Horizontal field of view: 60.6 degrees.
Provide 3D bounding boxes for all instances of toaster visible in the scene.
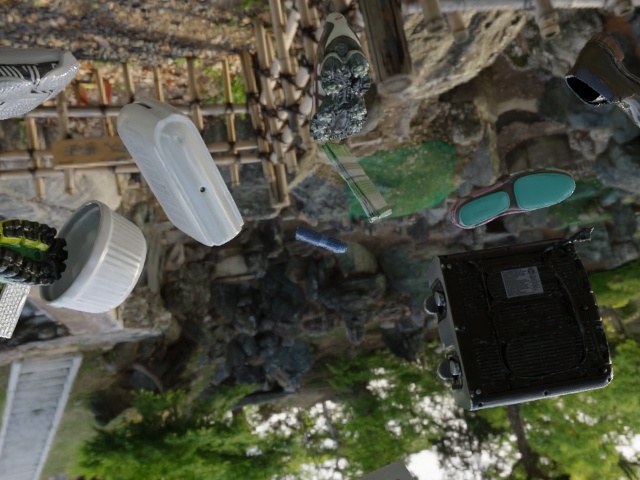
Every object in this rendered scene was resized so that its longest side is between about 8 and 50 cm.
[{"bbox_3d":[0.218,0.090,0.613,0.186,0.167,0.110,-9,165,-5],"label":"toaster"}]

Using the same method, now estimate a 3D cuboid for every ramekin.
[{"bbox_3d":[-0.421,0.039,1.027,0.207,0.207,0.109,-17,145,38],"label":"ramekin"}]

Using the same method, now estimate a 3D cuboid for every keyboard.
[{"bbox_3d":[-0.729,0.106,1.325,0.014,0.255,0.072,8,163,22],"label":"keyboard"}]

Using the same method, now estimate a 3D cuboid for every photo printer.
[{"bbox_3d":[-0.308,-0.155,1.164,0.107,0.307,0.256,-37,-146,-22],"label":"photo printer"}]

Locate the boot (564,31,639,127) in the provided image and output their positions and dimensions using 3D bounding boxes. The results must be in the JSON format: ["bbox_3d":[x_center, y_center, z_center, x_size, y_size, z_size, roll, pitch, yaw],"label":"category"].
[{"bbox_3d":[0.545,-0.271,1.032,0.106,0.219,0.082,-46,-167,-11],"label":"boot"}]

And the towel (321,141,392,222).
[{"bbox_3d":[0.062,-0.100,0.925,0.023,0.152,0.113,-37,175,18],"label":"towel"}]

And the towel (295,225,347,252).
[{"bbox_3d":[0.000,0.000,1.225,0.120,0.029,0.067,20,175,-2],"label":"towel"}]

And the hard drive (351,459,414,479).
[{"bbox_3d":[-0.009,0.403,0.585,0.353,0.233,0.047,-14,128,-19],"label":"hard drive"}]

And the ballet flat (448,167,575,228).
[{"bbox_3d":[0.330,-0.082,0.971,0.222,0.076,0.079,-19,-159,1],"label":"ballet flat"}]

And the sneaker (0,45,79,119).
[{"bbox_3d":[-0.547,-0.275,0.785,0.137,0.210,0.366,-18,-167,45],"label":"sneaker"}]

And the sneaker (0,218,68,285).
[{"bbox_3d":[-0.564,0.011,0.825,0.147,0.134,0.343,-8,161,19],"label":"sneaker"}]

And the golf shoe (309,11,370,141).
[{"bbox_3d":[0.033,-0.278,0.988,0.105,0.120,0.273,-5,159,-9],"label":"golf shoe"}]
